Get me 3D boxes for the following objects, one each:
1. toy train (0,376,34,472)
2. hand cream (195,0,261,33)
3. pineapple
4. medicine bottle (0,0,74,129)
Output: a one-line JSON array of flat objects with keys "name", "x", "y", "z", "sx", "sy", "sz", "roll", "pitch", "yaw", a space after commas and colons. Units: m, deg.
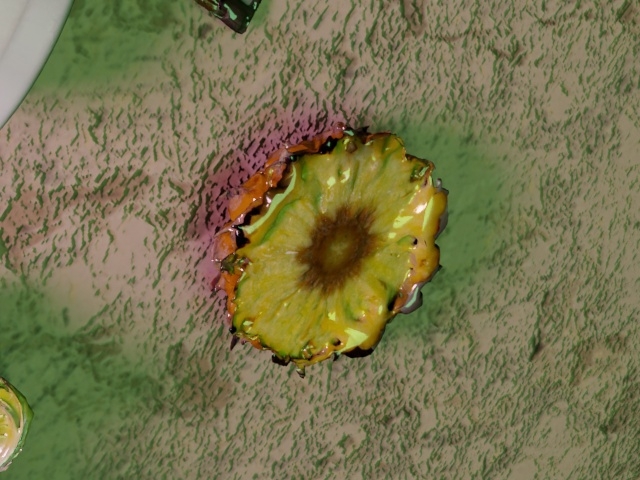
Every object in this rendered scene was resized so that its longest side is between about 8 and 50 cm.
[{"name": "toy train", "x": -0.292, "y": 0.161, "z": 1.094, "sx": 0.177, "sy": 0.134, "sz": 0.261, "roll": -11, "pitch": 117, "yaw": -28}, {"name": "hand cream", "x": -0.030, "y": -0.226, "z": 1.151, "sx": 0.062, "sy": 0.039, "sz": 0.163, "roll": 34, "pitch": 97, "yaw": -41}, {"name": "pineapple", "x": 0.000, "y": 0.000, "z": 1.247, "sx": 0.225, "sy": 0.076, "sz": 0.225, "roll": -16, "pitch": 122, "yaw": -27}, {"name": "medicine bottle", "x": -0.304, "y": -0.188, "z": 0.932, "sx": 0.324, "sy": 0.124, "sz": 0.179, "roll": 22, "pitch": 97, "yaw": -40}]
